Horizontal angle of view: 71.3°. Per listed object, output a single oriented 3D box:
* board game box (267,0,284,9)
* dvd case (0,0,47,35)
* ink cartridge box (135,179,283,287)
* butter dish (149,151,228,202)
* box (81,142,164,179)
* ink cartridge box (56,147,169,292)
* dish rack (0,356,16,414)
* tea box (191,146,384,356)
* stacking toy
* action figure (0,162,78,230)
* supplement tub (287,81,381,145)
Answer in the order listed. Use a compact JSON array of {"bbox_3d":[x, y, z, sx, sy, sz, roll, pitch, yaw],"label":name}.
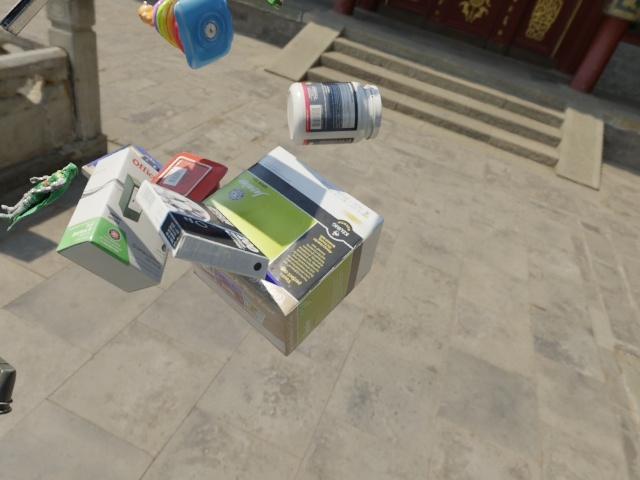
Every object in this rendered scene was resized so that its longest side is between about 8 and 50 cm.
[{"bbox_3d":[-0.051,-0.571,0.795,0.136,0.260,0.030,50,30,14],"label":"board game box"},{"bbox_3d":[-0.469,-0.446,0.774,0.018,0.221,0.164,42,-4,-34],"label":"dvd case"},{"bbox_3d":[-0.173,-0.010,0.730,0.208,0.045,0.206,24,10,-44],"label":"ink cartridge box"},{"bbox_3d":[-0.310,-0.114,1.069,0.159,0.118,0.160,21,60,21],"label":"butter dish"},{"bbox_3d":[-0.627,-0.234,1.443,0.136,0.036,0.225,39,46,3],"label":"box"},{"bbox_3d":[-0.479,-0.051,1.111,0.121,0.211,0.290,-16,51,24],"label":"ink cartridge box"},{"bbox_3d":[-0.603,0.177,0.635,0.208,0.074,0.271,5,-15,39],"label":"dish rack"},{"bbox_3d":[-0.088,0.016,1.030,0.329,0.220,0.323,38,61,21],"label":"tea box"},{"bbox_3d":[-0.403,-0.608,1.241,0.301,0.175,0.166,26,52,28],"label":"stacking toy"},{"bbox_3d":[-0.762,-0.135,1.221,0.232,0.063,0.137,-36,43,-2],"label":"action figure"},{"bbox_3d":[0.039,-0.401,1.414,0.271,0.191,0.191,-4,37,-10],"label":"supplement tub"}]
